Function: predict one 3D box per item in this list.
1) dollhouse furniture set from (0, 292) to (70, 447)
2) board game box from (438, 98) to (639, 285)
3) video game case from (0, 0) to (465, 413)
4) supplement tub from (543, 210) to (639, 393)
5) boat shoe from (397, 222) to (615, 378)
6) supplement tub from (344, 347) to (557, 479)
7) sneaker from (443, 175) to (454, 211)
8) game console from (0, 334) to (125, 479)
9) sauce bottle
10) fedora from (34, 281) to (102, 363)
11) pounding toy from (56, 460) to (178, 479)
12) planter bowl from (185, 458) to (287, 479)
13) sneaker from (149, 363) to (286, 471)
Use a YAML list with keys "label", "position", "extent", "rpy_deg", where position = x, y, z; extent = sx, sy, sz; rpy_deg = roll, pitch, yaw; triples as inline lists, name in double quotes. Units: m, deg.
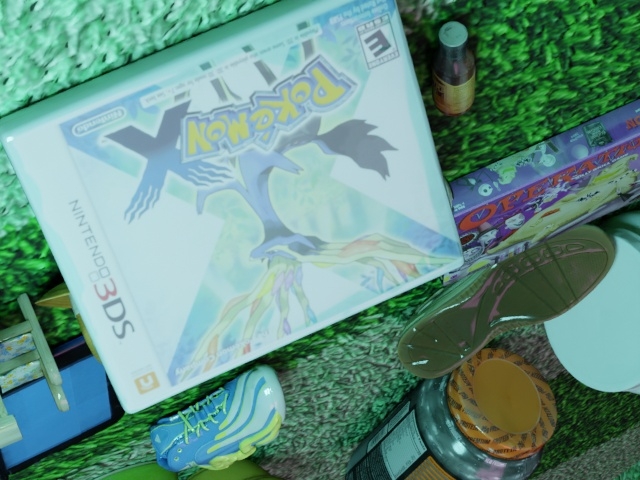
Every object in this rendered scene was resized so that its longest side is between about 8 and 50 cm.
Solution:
- label: "dollhouse furniture set"
  position: [-0.341, 0.158, 1.487]
  extent: [0.212, 0.161, 0.242]
  rpy_deg: [-22, 158, -12]
- label: "board game box"
  position: [0.290, -0.069, 1.854]
  extent: [0.346, 0.056, 0.208]
  rpy_deg: [-24, 154, -7]
- label: "video game case"
  position: [-0.060, -0.035, 1.334]
  extent: [0.329, 0.036, 0.300]
  rpy_deg: [-24, 126, -8]
- label: "supplement tub"
  position: [0.475, 0.071, 2.116]
  extent: [0.331, 0.241, 0.241]
  rpy_deg: [-8, 152, -40]
- label: "boat shoe"
  position: [0.227, 0.061, 2.023]
  extent: [0.302, 0.109, 0.098]
  rpy_deg: [-34, -163, 18]
- label: "supplement tub"
  position: [0.192, 0.308, 2.377]
  extent: [0.207, 0.207, 0.338]
  rpy_deg: [-11, 154, -35]
- label: "sneaker"
  position: [0.000, 0.000, 1.629]
  extent: [0.271, 0.100, 0.108]
  rpy_deg: [-37, 146, 12]
- label: "game console"
  position: [-0.310, 0.253, 1.744]
  extent: [0.173, 0.250, 0.293]
  rpy_deg: [3, 154, -2]
- label: "sauce bottle"
  position: [0.120, -0.157, 1.465]
  extent: [0.042, 0.042, 0.128]
  rpy_deg: [-24, 156, -6]
- label: "fedora"
  position: [-0.174, 0.070, 1.532]
  extent: [0.194, 0.079, 0.194]
  rpy_deg: [-13, 172, -2]
- label: "pounding toy"
  position: [-0.279, 0.386, 2.149]
  extent: [0.237, 0.110, 0.183]
  rpy_deg: [-4, 149, -46]
- label: "planter bowl"
  position: [-0.136, 0.370, 2.299]
  extent: [0.217, 0.090, 0.217]
  rpy_deg: [-22, 159, -9]
- label: "sneaker"
  position: [-0.133, 0.233, 1.994]
  extent: [0.126, 0.091, 0.240]
  rpy_deg: [-12, 155, -31]
